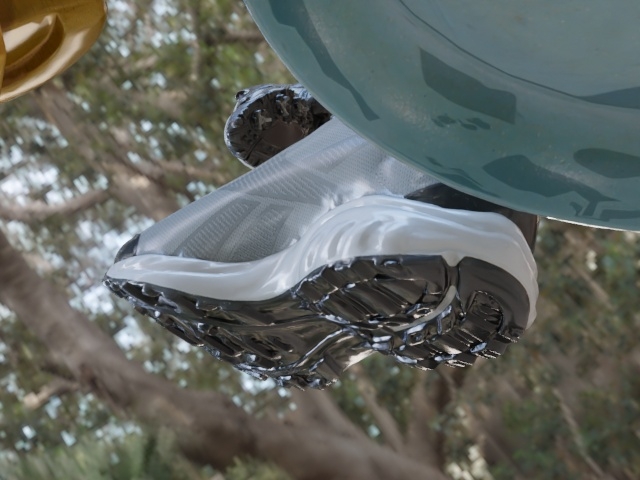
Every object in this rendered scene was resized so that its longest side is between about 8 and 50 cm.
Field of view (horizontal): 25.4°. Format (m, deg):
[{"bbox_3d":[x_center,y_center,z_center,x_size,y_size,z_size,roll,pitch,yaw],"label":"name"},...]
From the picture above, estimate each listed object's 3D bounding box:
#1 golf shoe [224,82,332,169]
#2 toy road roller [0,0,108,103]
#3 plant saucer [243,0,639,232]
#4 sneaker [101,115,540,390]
[{"bbox_3d":[-0.045,-0.097,1.228,0.198,0.094,0.077,-22,-70,-62],"label":"golf shoe"},{"bbox_3d":[-0.299,-0.146,1.061,0.240,0.202,0.329,-24,-11,-23],"label":"toy road roller"},{"bbox_3d":[0.130,-0.107,0.382,0.317,0.043,0.317,2,-34,2],"label":"plant saucer"},{"bbox_3d":[0.000,0.000,0.638,0.100,0.271,0.108,34,-118,-31],"label":"sneaker"}]
